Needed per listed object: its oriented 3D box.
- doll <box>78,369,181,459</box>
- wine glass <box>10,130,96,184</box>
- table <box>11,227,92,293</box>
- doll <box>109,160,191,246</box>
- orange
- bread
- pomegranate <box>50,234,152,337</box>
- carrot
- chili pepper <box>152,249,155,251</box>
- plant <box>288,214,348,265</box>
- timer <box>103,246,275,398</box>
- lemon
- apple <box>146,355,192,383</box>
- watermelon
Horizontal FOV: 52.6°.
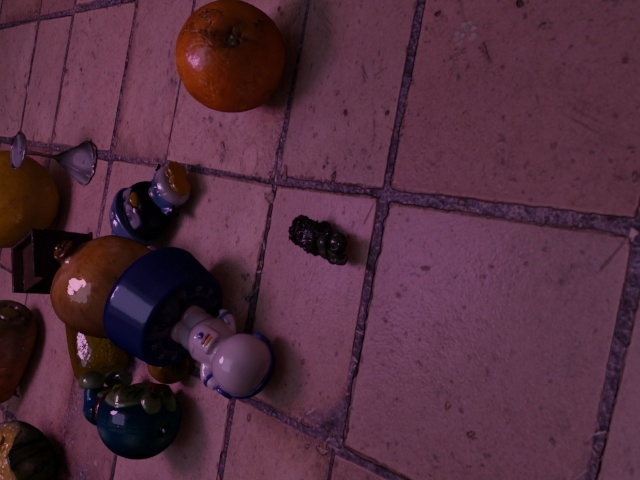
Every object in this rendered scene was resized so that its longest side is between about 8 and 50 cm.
[{"bbox_3d":[-0.470,0.431,1.610,0.321,0.198,0.186,6,89,46],"label":"doll"},{"bbox_3d":[-0.853,-0.266,2.061,0.156,0.232,0.156,-7,80,43],"label":"wine glass"},{"bbox_3d":[-0.840,0.064,2.029,0.169,0.193,0.173,-27,66,39],"label":"table"},{"bbox_3d":[-0.465,-0.088,1.721,0.314,0.141,0.177,-36,65,32],"label":"doll"},{"bbox_3d":[-0.199,-0.407,1.438,0.246,0.246,0.246,-8,79,44],"label":"orange"},{"bbox_3d":[-0.658,0.217,1.853,0.166,0.112,0.384,-20,68,7],"label":"bread"},{"bbox_3d":[-0.521,0.121,1.636,0.307,0.307,0.307,-8,79,44],"label":"pomegranate"},{"bbox_3d":[-1.116,0.381,2.247,0.224,0.224,0.341,47,123,38],"label":"carrot"},{"bbox_3d":[-0.508,0.066,1.818,0.178,0.027,0.045,-39,63,35],"label":"chili pepper"},{"bbox_3d":[0.000,0.000,1.298,0.174,0.087,0.085,28,134,48],"label":"plant"},{"bbox_3d":[-0.261,0.213,1.433,0.383,0.270,0.270,31,106,28],"label":"timer"},{"bbox_3d":[-1.053,-0.133,2.163,0.348,0.348,0.348,-8,79,44],"label":"lemon"},{"bbox_3d":[-0.379,0.298,1.611,0.102,0.099,0.114,22,103,46],"label":"apple"},{"bbox_3d":[-0.930,0.720,2.038,0.330,0.189,0.331,19,114,48],"label":"watermelon"}]
